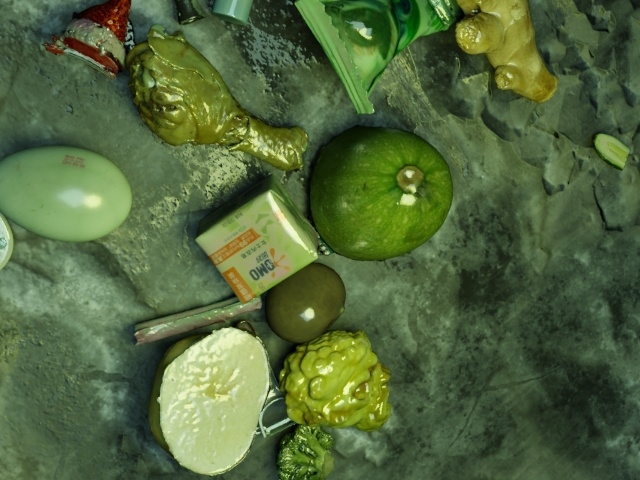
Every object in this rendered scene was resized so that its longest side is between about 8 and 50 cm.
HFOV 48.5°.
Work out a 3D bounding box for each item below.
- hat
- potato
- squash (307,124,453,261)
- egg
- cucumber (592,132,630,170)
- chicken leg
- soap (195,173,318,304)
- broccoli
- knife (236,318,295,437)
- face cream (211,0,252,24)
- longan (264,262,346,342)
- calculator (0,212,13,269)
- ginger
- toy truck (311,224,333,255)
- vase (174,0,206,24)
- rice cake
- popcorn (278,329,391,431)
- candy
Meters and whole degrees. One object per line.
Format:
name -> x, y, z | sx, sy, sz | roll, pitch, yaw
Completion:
hat -> -0.409, -0.429, 1.366 | 0.140, 0.129, 0.228 | 22, 76, 6
potato -> -0.246, 0.315, 1.495 | 0.246, 0.196, 0.300 | 19, 84, -27
squash -> 0.162, -0.093, 1.444 | 0.310, 0.309, 0.311 | -2, 95, -21
egg -> -0.494, -0.091, 1.353 | 0.264, 0.183, 0.183 | 8, 98, -8
cucumber -> 0.694, -0.218, 1.718 | 0.107, 0.035, 0.067 | 31, 74, -17
chicken leg -> -0.194, -0.252, 1.426 | 0.429, 0.152, 0.201 | 25, 85, -25
soap -> -0.128, -0.003, 1.471 | 0.199, 0.138, 0.182 | -33, 108, 7
broccoli -> -0.034, 0.486, 1.613 | 0.145, 0.137, 0.162 | 15, 83, -49
knife -> -0.137, 0.300, 1.587 | 0.123, 0.053, 0.278 | -24, 104, -15
face cream -> -0.149, -0.561, 1.407 | 0.077, 0.077, 0.250 | 15, 96, -17
longan -> -0.034, 0.134, 1.525 | 0.189, 0.189, 0.189 | -3, 101, -14
calculator -> -0.735, -0.048, 1.370 | 0.188, 0.042, 0.303 | -41, 108, -3
ginger -> 0.398, -0.451, 1.518 | 0.166, 0.236, 0.376 | -26, 100, 35
toy truck -> 0.000, 0.000, 1.576 | 0.083, 0.039, 0.044 | 48, 70, -19
vase -> -0.279, -0.512, 1.393 | 0.059, 0.059, 0.167 | -21, 104, -10
rice cake -> -0.261, 0.167, 1.517 | 0.290, 0.081, 0.051 | -16, 91, -12
popcorn -> 0.046, 0.301, 1.564 | 0.285, 0.173, 0.225 | 16, 94, -35
candy -> 0.136, -0.475, 1.455 | 0.398, 0.172, 0.263 | -46, 121, -21
